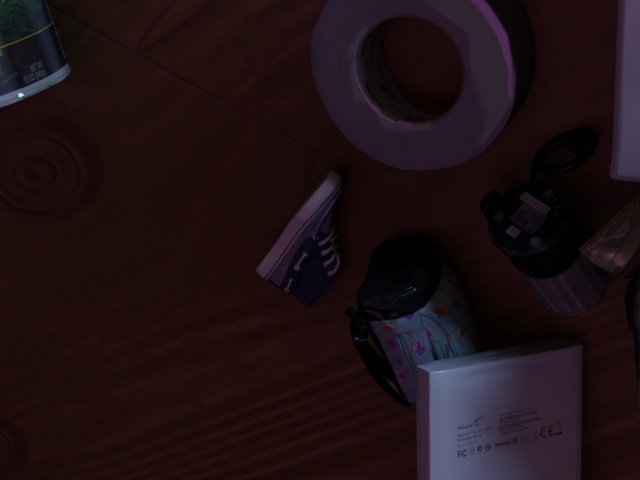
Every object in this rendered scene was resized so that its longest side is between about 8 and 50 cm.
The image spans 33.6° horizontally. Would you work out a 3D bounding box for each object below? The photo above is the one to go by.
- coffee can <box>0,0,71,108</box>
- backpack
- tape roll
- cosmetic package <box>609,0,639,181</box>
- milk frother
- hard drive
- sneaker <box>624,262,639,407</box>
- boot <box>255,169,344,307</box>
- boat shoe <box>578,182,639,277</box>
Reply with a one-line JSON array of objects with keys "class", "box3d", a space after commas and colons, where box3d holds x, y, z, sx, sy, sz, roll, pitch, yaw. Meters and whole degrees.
[{"class": "coffee can", "box3d": [-0.425, -0.296, 1.213, 0.201, 0.201, 0.276, -2, 116, 29]}, {"class": "backpack", "box3d": [0.115, 0.102, 1.192, 0.115, 0.152, 0.182, -9, 120, 30]}, {"class": "tape roll", "box3d": [0.102, -0.183, 1.078, 0.219, 0.072, 0.219, 13, 122, 22]}, {"class": "cosmetic package", "box3d": [0.360, -0.237, 0.862, 0.217, 0.156, 0.385, 9, 122, 24]}, {"class": "milk frother", "box3d": [0.250, -0.021, 1.083, 0.143, 0.129, 0.135, -35, 137, 10]}, {"class": "hard drive", "box3d": [0.199, 0.273, 1.166, 0.040, 0.203, 0.308, 19, 113, 62]}, {"class": "sneaker", "box3d": [0.349, 0.044, 0.992, 0.126, 0.128, 0.321, 4, 140, 6]}, {"class": "boot", "box3d": [0.000, 0.000, 1.247, 0.086, 0.069, 0.190, 35, 136, -3]}, {"class": "boat shoe", "box3d": [0.309, -0.038, 1.021, 0.048, 0.056, 0.153, 33, 88, 14]}]
